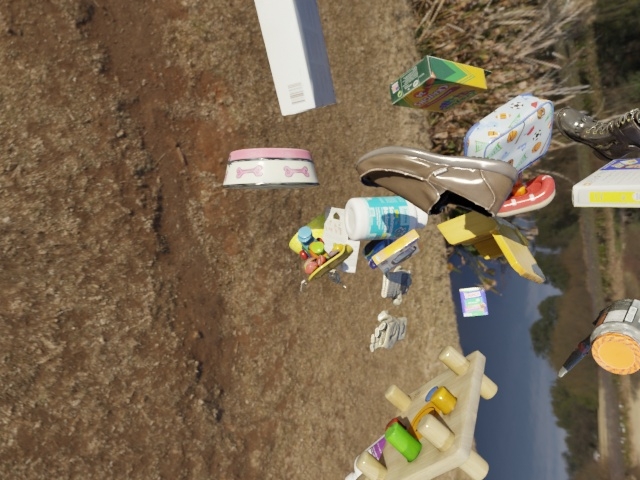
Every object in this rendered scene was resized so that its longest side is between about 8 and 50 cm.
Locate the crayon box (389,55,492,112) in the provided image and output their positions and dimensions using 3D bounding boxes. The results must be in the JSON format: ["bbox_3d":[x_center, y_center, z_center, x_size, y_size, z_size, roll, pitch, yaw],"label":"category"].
[{"bbox_3d":[0.431,-0.538,1.473,0.319,0.202,0.081,-4,82,-30],"label":"crayon box"}]

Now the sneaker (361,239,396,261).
[{"bbox_3d":[0.267,0.011,1.714,0.082,0.209,0.069,35,24,-30],"label":"sneaker"}]

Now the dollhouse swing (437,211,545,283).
[{"bbox_3d":[0.751,0.063,1.842,0.347,0.315,0.304,17,59,-42],"label":"dollhouse swing"}]

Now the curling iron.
[{"bbox_3d":[0.749,0.299,1.184,0.068,0.035,0.274,-24,137,-43],"label":"curling iron"}]

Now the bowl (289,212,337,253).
[{"bbox_3d":[0.000,0.000,2.144,0.156,0.289,0.289,51,37,12],"label":"bowl"}]

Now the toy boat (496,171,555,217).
[{"bbox_3d":[0.713,-0.188,1.508,0.151,0.231,0.151,-73,143,-60],"label":"toy boat"}]

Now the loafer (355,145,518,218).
[{"bbox_3d":[0.243,-0.127,0.953,0.134,0.366,0.130,30,73,-61],"label":"loafer"}]

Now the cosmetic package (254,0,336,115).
[{"bbox_3d":[-0.062,-0.529,1.076,0.284,0.098,0.377,-53,133,-65],"label":"cosmetic package"}]

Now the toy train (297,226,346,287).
[{"bbox_3d":[0.009,0.059,1.543,0.105,0.248,0.143,-38,147,-10],"label":"toy train"}]

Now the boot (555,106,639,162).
[{"bbox_3d":[0.846,-0.333,1.215,0.091,0.263,0.229,-53,175,0],"label":"boot"}]

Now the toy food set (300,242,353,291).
[{"bbox_3d":[0.003,0.069,1.372,0.071,0.218,0.128,53,-8,15],"label":"toy food set"}]

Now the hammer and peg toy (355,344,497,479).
[{"bbox_3d":[0.179,0.381,0.836,0.127,0.361,0.266,41,37,3],"label":"hammer and peg toy"}]

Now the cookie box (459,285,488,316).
[{"bbox_3d":[0.592,0.235,1.613,0.040,0.092,0.107,8,73,-69],"label":"cookie box"}]

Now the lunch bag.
[{"bbox_3d":[0.573,-0.290,1.297,0.303,0.115,0.243,-33,137,-9],"label":"lunch bag"}]

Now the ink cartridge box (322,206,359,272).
[{"bbox_3d":[0.086,-0.012,1.860,0.066,0.296,0.261,5,96,-21],"label":"ink cartridge box"}]

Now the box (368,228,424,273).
[{"bbox_3d":[0.183,0.033,1.013,0.028,0.136,0.081,57,7,29],"label":"box"}]

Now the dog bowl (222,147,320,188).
[{"bbox_3d":[-0.208,-0.297,1.766,0.408,0.408,0.150,-8,98,-53],"label":"dog bowl"}]

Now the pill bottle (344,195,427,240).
[{"bbox_3d":[0.224,-0.077,1.422,0.264,0.146,0.146,-4,90,-15],"label":"pill bottle"}]

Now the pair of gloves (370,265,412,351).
[{"bbox_3d":[0.207,0.192,1.213,0.204,0.042,0.240,-5,102,-58],"label":"pair of gloves"}]

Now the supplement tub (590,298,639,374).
[{"bbox_3d":[0.696,0.219,0.958,0.190,0.117,0.117,-24,106,-42],"label":"supplement tub"}]

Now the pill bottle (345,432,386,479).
[{"bbox_3d":[0.246,0.776,1.445,0.323,0.181,0.181,-42,131,5],"label":"pill bottle"}]

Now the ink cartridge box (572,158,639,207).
[{"bbox_3d":[0.848,-0.148,1.031,0.304,0.307,0.072,-23,111,-35],"label":"ink cartridge box"}]
